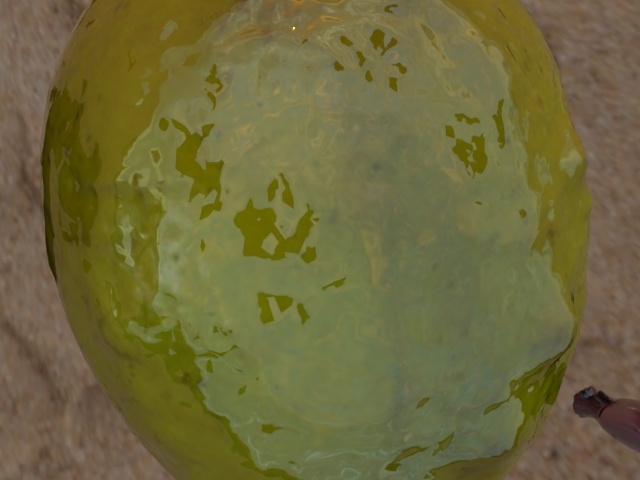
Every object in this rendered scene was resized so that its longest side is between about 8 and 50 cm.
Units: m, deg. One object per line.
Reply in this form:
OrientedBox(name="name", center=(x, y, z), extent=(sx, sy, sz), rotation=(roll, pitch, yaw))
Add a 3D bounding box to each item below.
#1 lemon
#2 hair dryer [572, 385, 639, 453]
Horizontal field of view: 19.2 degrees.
OrientedBox(name="lemon", center=(-0.003, -0.007, 0.910), extent=(0.285, 0.285, 0.316), rotation=(9, 80, -16))
OrientedBox(name="hair dryer", center=(0.180, 0.108, 0.965), extent=(0.054, 0.154, 0.106), rotation=(-31, 122, -13))
